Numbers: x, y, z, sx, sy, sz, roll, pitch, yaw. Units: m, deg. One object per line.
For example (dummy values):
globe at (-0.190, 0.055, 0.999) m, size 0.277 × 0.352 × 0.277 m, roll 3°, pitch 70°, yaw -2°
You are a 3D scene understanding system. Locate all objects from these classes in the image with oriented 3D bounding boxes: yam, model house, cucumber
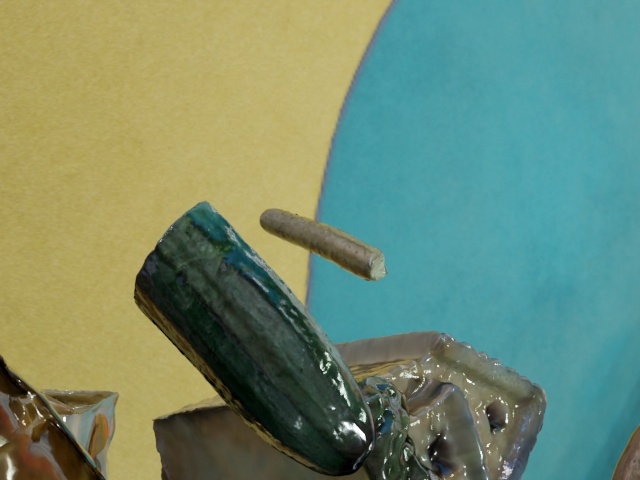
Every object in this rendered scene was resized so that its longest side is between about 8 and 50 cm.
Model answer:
yam at (0.000, 0.000, 1.846) m, size 0.083 × 0.371 × 0.083 m, roll -19°, pitch 120°, yaw -37°
model house at (0.101, 0.332, 1.021) m, size 0.400 × 0.395 × 0.445 m, roll -16°, pitch 87°, yaw -44°
cucumber at (-0.052, 0.095, 0.689) m, size 0.244 × 0.115 × 0.063 m, roll 43°, pitch 25°, yaw 6°

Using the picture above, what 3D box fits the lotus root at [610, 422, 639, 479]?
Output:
lotus root at (0.567, 0.394, 1.353) m, size 0.291 × 0.193 × 0.193 m, roll -53°, pitch 126°, yaw -10°

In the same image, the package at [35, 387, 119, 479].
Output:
package at (-0.386, 0.360, 1.136) m, size 0.165 × 0.221 × 0.311 m, roll 4°, pitch 90°, yaw 2°

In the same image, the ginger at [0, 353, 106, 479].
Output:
ginger at (-0.224, 0.249, 0.597) m, size 0.418 × 0.254 × 0.176 m, roll 60°, pitch 35°, yaw -28°
